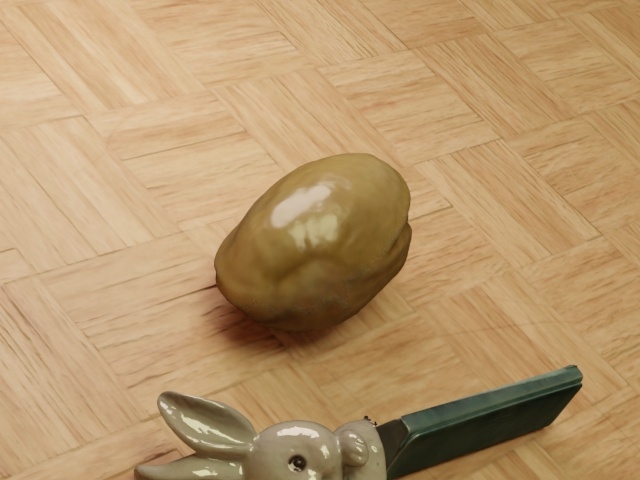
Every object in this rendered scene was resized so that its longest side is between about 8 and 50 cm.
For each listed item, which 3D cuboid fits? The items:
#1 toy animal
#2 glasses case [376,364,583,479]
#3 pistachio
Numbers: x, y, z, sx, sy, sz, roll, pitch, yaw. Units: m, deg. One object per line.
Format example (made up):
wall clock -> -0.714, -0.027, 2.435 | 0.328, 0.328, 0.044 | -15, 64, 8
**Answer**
toy animal -> -0.048, 0.208, 1.311 | 0.221, 0.103, 0.131 | 8, 13, -25
glasses case -> 0.158, 0.191, 1.497 | 0.266, 0.105, 0.056 | -11, 78, -40
pistachio -> 0.000, 0.000, 1.553 | 0.182, 0.162, 0.293 | 5, 30, 29
